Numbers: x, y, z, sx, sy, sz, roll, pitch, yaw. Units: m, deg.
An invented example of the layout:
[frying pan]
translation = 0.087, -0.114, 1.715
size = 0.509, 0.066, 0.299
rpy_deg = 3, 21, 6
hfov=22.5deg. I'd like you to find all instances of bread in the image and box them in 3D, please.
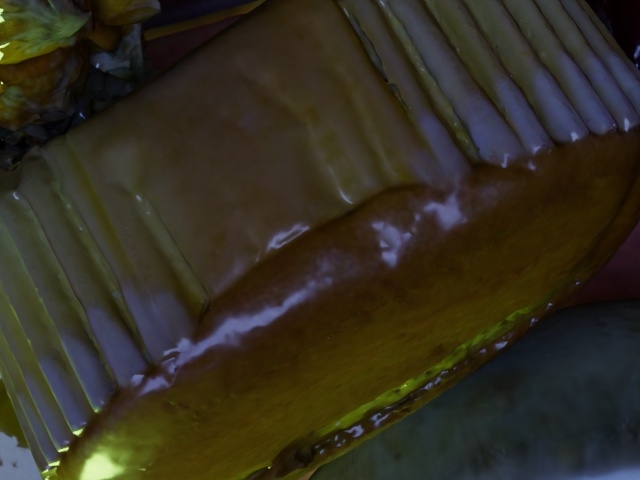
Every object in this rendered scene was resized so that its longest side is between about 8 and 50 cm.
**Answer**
[bread]
translation = 0.000, 0.000, 0.663
size = 0.288, 0.204, 0.156
rpy_deg = -29, 76, -8

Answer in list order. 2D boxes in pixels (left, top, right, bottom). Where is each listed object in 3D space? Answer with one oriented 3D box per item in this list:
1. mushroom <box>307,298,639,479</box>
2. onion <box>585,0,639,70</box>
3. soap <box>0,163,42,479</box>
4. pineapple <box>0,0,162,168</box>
[mushroom]
translation = 0.141, 0.196, 0.773
size = 0.352, 0.260, 0.352
rpy_deg = 0, 113, 0
[onion]
translation = 0.208, -0.117, 0.741
size = 0.198, 0.135, 0.173
rpy_deg = -33, 139, 9
[soap]
translation = -0.221, 0.040, 0.814
size = 0.281, 0.143, 0.259
rpy_deg = 20, 90, 0
[pineapple]
translation = -0.200, -0.064, 0.646
size = 0.209, 0.344, 0.286
rpy_deg = -48, 125, -10
